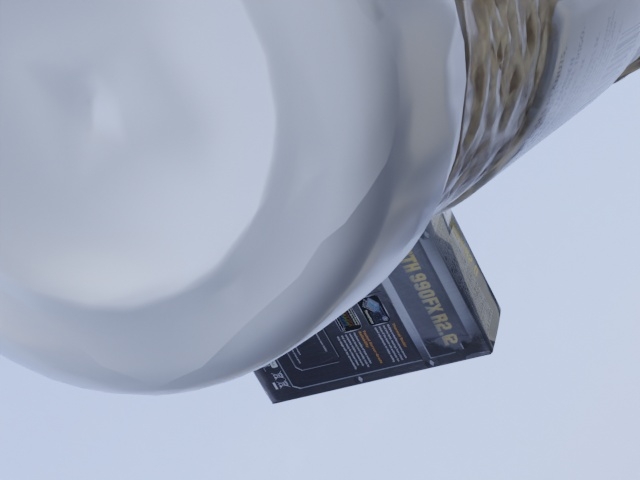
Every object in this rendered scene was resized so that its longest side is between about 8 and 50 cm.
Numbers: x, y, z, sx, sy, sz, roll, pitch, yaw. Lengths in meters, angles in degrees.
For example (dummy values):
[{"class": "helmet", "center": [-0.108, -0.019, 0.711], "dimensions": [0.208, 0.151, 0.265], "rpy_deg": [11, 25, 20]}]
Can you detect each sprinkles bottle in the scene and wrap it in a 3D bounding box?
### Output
[{"class": "sprinkles bottle", "center": [0.018, -0.067, 0.521], "dimensions": [0.355, 0.121, 0.121], "rpy_deg": [-34, -33, -65]}]

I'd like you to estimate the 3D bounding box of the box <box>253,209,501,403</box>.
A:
[{"class": "box", "center": [0.000, 0.000, 1.369], "dimensions": [0.231, 0.183, 0.056], "rpy_deg": [60, -153, -30]}]
